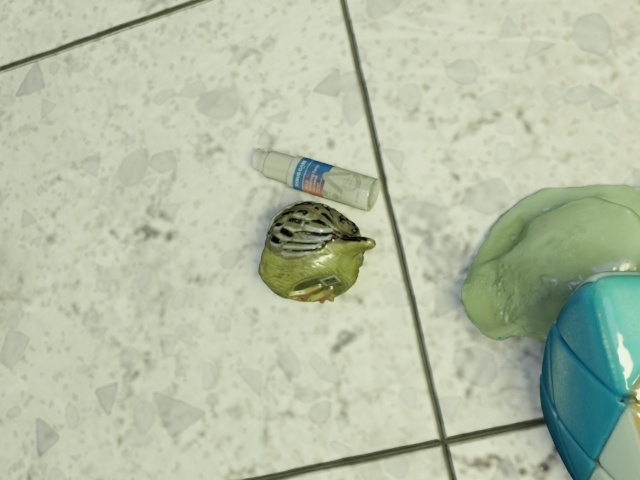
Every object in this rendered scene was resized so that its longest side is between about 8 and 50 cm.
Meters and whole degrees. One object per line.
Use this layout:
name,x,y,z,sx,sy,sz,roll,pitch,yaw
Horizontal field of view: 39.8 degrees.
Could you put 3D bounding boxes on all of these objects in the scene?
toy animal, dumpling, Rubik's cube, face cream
toy animal,0.000,0.000,0.803,0.137,0.098,0.098,-39,68,44
dumpling,0.221,0.014,0.736,0.219,0.108,0.153,-14,77,11
Rubik's cube,0.250,0.164,0.652,0.254,0.254,0.254,-3,80,16
face cream,-0.008,-0.062,0.857,0.130,0.034,0.034,19,86,20
